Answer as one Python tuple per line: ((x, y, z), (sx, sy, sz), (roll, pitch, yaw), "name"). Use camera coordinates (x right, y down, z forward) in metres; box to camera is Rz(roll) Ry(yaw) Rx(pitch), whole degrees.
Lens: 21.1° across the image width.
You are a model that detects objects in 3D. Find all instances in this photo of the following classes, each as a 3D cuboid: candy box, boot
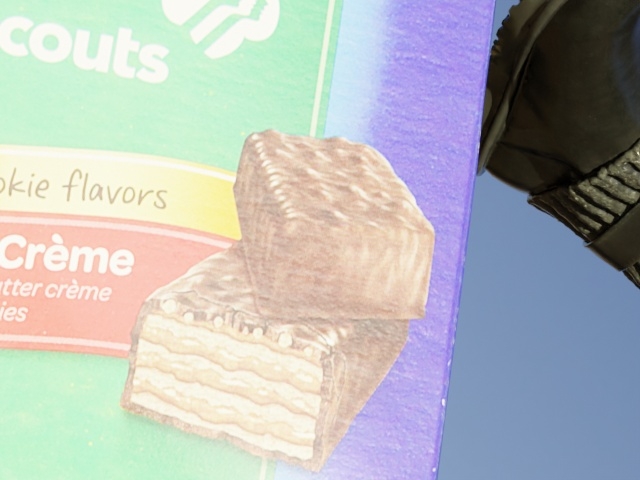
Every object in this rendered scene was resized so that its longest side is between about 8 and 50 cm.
((-0.085, -0.054, 0.547), (0.122, 0.268, 0.317), (138, -39, -74), "candy box")
((0.255, -0.093, 1.254), (0.260, 0.131, 0.348), (37, -28, 8), "boot")
